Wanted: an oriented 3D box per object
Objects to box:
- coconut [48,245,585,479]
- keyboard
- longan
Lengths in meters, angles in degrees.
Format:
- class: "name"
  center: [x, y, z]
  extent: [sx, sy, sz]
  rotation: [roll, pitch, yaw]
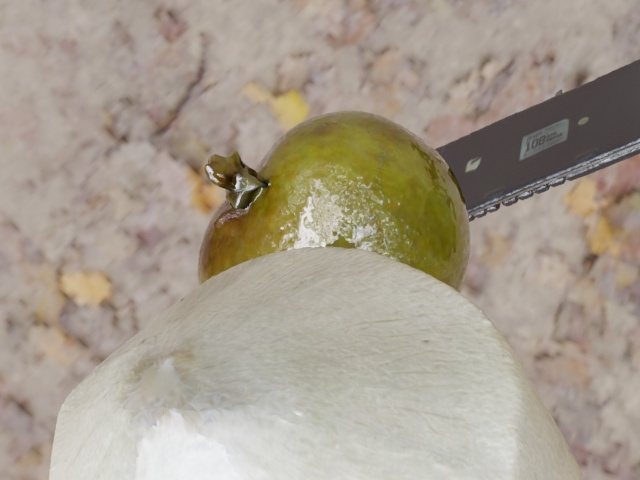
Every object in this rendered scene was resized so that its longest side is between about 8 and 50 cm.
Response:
- class: "coconut"
  center: [-0.007, 0.122, 0.850]
  extent: [0.237, 0.237, 0.266]
  rotation: [-6, 152, 21]
- class: "keyboard"
  center: [0.197, -0.083, 1.590]
  extent: [0.317, 0.106, 0.027]
  rotation: [-23, 131, 40]
- class: "longan"
  center: [0.000, 0.000, 1.045]
  extent: [0.176, 0.145, 0.154]
  rotation: [29, 80, -28]
